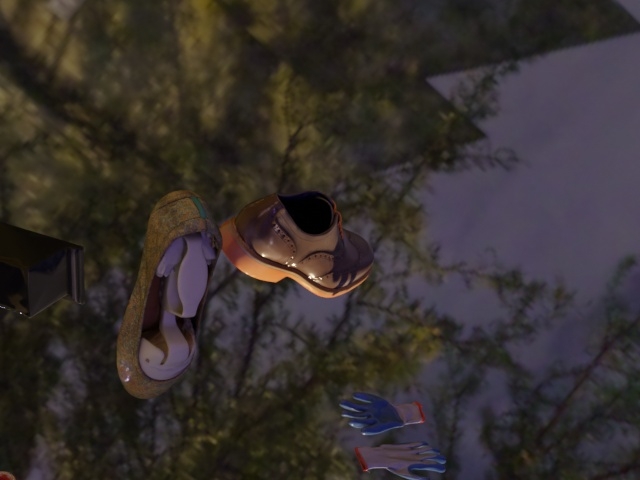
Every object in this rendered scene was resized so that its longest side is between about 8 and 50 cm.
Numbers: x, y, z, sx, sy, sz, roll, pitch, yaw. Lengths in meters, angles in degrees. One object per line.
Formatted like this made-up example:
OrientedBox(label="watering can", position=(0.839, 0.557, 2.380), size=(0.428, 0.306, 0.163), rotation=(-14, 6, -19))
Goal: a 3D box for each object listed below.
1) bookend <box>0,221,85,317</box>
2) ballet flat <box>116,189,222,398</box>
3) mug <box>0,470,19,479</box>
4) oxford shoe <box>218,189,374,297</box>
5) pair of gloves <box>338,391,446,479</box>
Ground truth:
OrientedBox(label="bookend", position=(-0.365, 0.047, 1.190), size=(0.156, 0.157, 0.072), rotation=(-41, 140, -56))
OrientedBox(label="ballet flat", position=(-0.211, 0.101, 1.555), size=(0.123, 0.123, 0.349), rotation=(-90, -166, -66))
OrientedBox(label="mug", position=(-0.583, 0.522, 2.045), size=(0.150, 0.169, 0.113), rotation=(-31, -135, -9))
OrientedBox(label="oxford shoe", position=(0.000, 0.000, 1.738), size=(0.132, 0.130, 0.363), rotation=(-42, 155, 22))
OrientedBox(label="pair of gloves", position=(0.120, 0.322, 1.810), size=(0.198, 0.159, 0.023), rotation=(-115, -144, -49))
